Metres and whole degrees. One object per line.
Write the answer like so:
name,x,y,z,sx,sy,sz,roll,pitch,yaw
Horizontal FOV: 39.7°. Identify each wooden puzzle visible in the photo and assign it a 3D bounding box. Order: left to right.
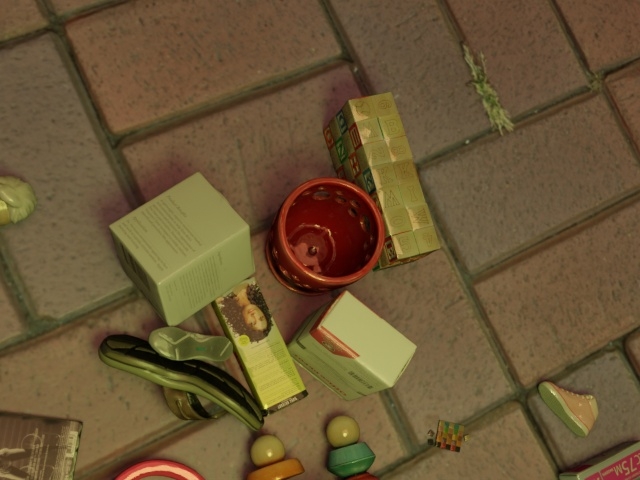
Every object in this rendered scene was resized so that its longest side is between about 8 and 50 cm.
wooden puzzle,0.238,0.362,1.640,0.083,0.006,0.049,16,73,-11

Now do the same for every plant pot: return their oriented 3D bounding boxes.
plant pot,0.000,0.000,1.572,0.191,0.174,0.191,3,77,-14

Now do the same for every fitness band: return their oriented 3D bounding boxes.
fitness band,-0.281,0.504,1.442,0.209,0.054,0.291,21,73,-13

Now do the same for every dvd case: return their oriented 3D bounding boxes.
dvd case,-0.508,0.361,1.427,0.221,0.018,0.164,10,76,-14

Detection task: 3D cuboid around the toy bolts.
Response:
toy bolts,0.007,0.378,1.483,0.228,0.218,0.158,-6,72,-35

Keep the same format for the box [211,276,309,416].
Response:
box,-0.110,0.187,1.559,0.087,0.058,0.232,-25,85,-19

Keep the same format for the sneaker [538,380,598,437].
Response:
sneaker,0.479,0.306,1.699,0.070,0.051,0.134,-44,94,-22

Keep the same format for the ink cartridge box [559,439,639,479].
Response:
ink cartridge box,0.580,0.551,1.649,0.185,0.065,0.311,-16,84,-29

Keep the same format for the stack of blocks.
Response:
stack of blocks,0.107,-0.099,1.627,0.087,0.171,0.297,-14,82,-18

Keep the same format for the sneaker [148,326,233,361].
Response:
sneaker,-0.227,0.180,1.507,0.152,0.061,0.054,16,77,-34

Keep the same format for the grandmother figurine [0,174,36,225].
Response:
grandmother figurine,-0.622,-0.003,1.447,0.342,0.104,0.208,-36,116,-23

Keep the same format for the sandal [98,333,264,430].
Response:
sandal,-0.235,0.249,1.494,0.302,0.120,0.086,24,97,-6

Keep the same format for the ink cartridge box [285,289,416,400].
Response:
ink cartridge box,0.045,0.186,1.517,0.158,0.218,0.092,39,65,-4

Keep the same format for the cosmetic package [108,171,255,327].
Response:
cosmetic package,-0.228,0.015,1.493,0.183,0.151,0.151,-33,62,-20
